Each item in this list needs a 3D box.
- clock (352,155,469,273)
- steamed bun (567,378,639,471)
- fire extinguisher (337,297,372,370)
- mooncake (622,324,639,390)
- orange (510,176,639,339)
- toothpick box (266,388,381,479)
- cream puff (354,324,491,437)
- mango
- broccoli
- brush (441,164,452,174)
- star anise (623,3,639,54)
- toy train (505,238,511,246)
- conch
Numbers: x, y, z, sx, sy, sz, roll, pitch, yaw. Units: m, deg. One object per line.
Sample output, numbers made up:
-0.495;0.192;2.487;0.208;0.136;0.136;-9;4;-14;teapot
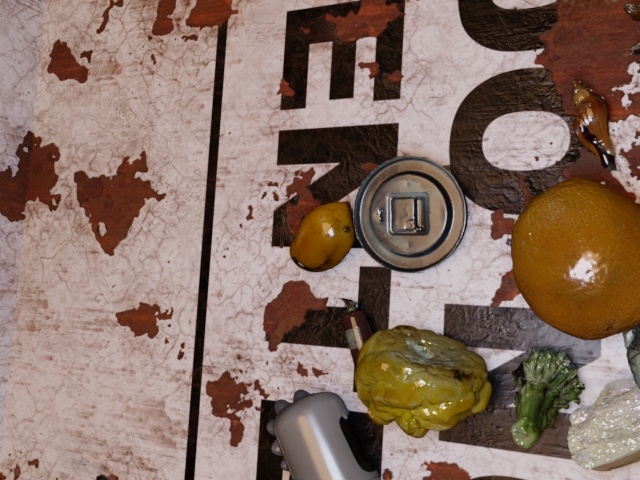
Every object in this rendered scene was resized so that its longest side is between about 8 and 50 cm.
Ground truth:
0.240;-0.068;1.898;0.312;0.061;0.313;1;92;24;clock
0.653;0.406;1.584;0.225;0.200;0.171;-33;58;20;steamed bun
0.096;0.259;1.955;0.099;0.071;0.231;-35;66;49;fire extinguisher
0.769;0.221;1.504;0.250;0.254;0.136;-19;93;14;mooncake
0.590;0.036;1.599;0.322;0.322;0.357;-25;63;22;orange
-0.007;0.544;1.886;0.229;0.229;0.317;-34;70;19;toothpick box
0.238;0.372;1.759;0.324;0.291;0.257;15;113;2;cream puff
0.000;0.000;1.981;0.236;0.136;0.167;-32;64;49;mango
0.493;0.364;1.614;0.165;0.304;0.145;47;126;6;broccoli
0.237;-0.169;1.950;0.247;0.036;0.043;-6;91;25;brush
0.845;-0.497;1.654;0.288;0.088;0.289;-2;79;13;star anise
0.504;0.021;1.801;0.083;0.017;0.017;33;101;26;toy train
0.654;-0.281;1.728;0.086;0.080;0.233;-8;81;34;conch
